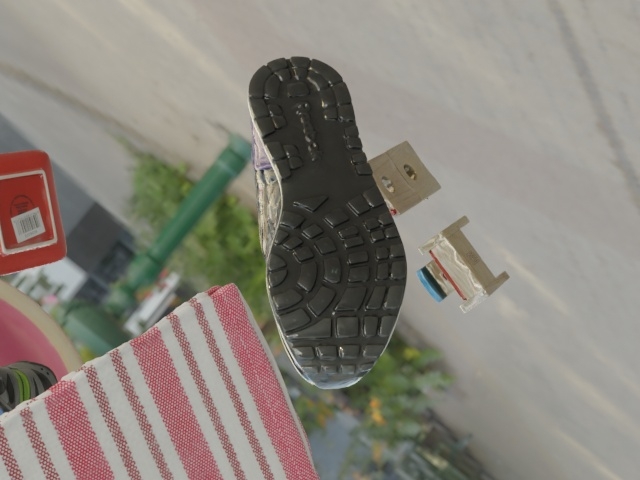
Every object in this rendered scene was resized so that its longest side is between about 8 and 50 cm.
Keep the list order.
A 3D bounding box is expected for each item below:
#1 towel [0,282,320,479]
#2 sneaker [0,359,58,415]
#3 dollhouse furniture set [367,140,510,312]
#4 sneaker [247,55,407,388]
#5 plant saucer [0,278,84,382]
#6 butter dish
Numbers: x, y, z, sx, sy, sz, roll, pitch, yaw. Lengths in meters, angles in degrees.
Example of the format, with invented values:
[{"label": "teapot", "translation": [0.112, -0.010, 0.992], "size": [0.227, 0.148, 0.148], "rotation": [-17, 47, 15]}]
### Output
[{"label": "towel", "translation": [-0.081, 0.120, 0.618], "size": [0.029, 0.197, 0.144], "rotation": [-11, 105, 46]}, {"label": "sneaker", "translation": [-0.237, 0.119, 0.988], "size": [0.188, 0.067, 0.078], "rotation": [45, -150, -50]}, {"label": "dollhouse furniture set", "translation": [0.077, 0.015, 1.415], "size": [0.184, 0.129, 0.129], "rotation": [53, -151, 3]}, {"label": "sneaker", "translation": [0.000, 0.000, 1.081], "size": [0.107, 0.283, 0.124], "rotation": [-3, 149, -8]}, {"label": "plant saucer", "translation": [-0.307, 0.146, 1.114], "size": [0.332, 0.332, 0.084], "rotation": [41, 129, -19]}, {"label": "butter dish", "translation": [-0.442, -0.034, 1.838], "size": [0.118, 0.160, 0.160], "rotation": [-7, -175, 34]}]
